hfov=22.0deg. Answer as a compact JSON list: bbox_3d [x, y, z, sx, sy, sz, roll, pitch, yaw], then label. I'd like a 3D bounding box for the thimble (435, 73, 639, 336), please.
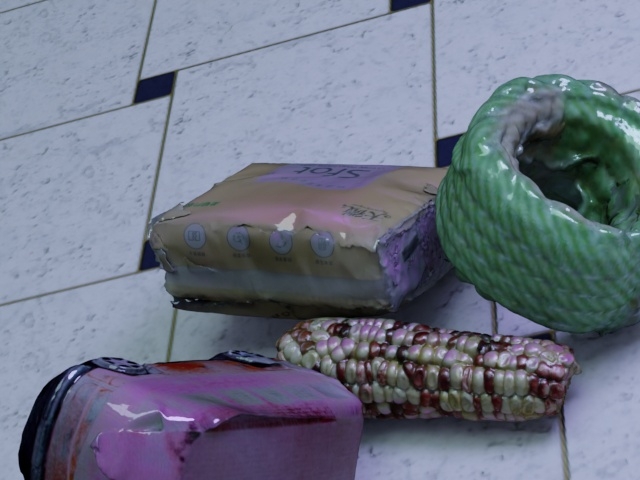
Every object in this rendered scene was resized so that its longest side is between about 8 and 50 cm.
[{"bbox_3d":[0.213,-0.028,1.433,0.219,0.150,0.219,9,47,-10],"label":"thimble"}]

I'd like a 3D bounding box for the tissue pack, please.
[{"bbox_3d":[0.000,0.000,1.564,0.257,0.123,0.215,4,23,29],"label":"tissue pack"}]

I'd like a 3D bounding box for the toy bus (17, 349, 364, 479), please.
[{"bbox_3d":[-0.090,0.162,1.304,0.147,0.303,0.127,16,96,30],"label":"toy bus"}]

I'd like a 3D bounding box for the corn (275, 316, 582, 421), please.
[{"bbox_3d":[0.088,0.116,1.432,0.281,0.092,0.092,3,44,25],"label":"corn"}]
